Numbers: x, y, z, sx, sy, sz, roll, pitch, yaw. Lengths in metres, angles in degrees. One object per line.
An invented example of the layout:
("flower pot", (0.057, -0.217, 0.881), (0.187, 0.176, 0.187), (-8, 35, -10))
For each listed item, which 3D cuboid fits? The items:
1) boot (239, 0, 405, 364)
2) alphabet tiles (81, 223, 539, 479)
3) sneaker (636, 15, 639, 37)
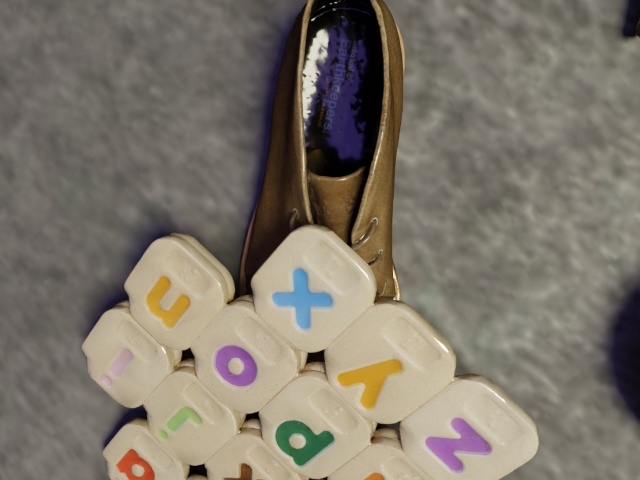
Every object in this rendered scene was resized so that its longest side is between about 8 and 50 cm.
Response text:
("boot", (0.000, 0.000, 0.388), (0.112, 0.115, 0.306), (3, 98, 2))
("alphabet tiles", (-0.022, 0.129, 0.397), (0.284, 0.021, 0.278), (42, 121, 2))
("sneaker", (0.281, -0.105, 0.380), (0.188, 0.066, 0.071), (40, 114, 9))
